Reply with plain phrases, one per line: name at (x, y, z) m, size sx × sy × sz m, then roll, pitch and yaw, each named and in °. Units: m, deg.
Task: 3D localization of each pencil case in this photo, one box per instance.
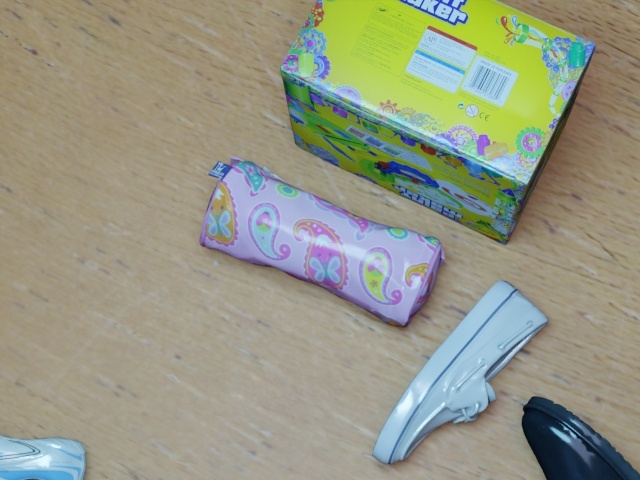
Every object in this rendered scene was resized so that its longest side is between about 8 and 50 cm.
pencil case at (0.000, 0.000, 1.698) m, size 0.284 × 0.124 × 0.124 m, roll 23°, pitch 78°, yaw 9°

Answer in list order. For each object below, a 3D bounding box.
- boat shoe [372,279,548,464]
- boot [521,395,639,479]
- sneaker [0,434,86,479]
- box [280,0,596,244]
boat shoe at (0.162, 0.163, 1.662) m, size 0.084 × 0.095 × 0.258 m, roll 37°, pitch 81°, yaw 15°
boot at (0.266, 0.323, 1.614) m, size 0.246 × 0.094 × 0.207 m, roll 44°, pitch 76°, yaw 5°
sneaker at (-0.388, 0.254, 1.666) m, size 0.237 × 0.085 × 0.086 m, roll 8°, pitch 72°, yaw 6°
box at (0.127, -0.159, 1.649) m, size 0.290 × 0.279 × 0.177 m, roll 26°, pitch 79°, yaw 8°
